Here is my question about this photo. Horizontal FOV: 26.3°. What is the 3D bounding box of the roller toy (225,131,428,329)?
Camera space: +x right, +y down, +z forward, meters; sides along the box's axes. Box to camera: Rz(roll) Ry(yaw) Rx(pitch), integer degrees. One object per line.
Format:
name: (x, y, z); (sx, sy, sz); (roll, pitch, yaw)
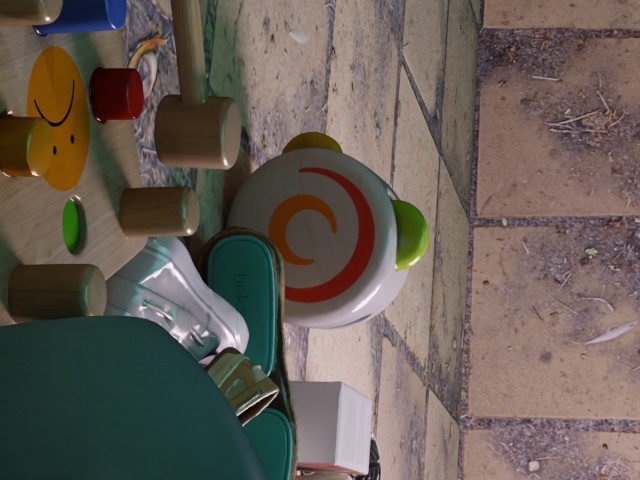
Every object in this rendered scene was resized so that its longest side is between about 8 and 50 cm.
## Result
roller toy: (0.000, 0.000, 1.503); (0.191, 0.209, 0.146); (-51, 165, 4)

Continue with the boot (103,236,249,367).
boot: (-0.142, 0.089, 1.177); (0.258, 0.095, 0.123); (59, 46, -59)

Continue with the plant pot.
plant pot: (-0.152, 0.174, 0.729); (0.293, 0.293, 0.235); (32, 43, -74)

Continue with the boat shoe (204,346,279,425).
boat shoe: (-0.108, 0.178, 1.158); (0.190, 0.072, 0.068); (-50, 166, -18)

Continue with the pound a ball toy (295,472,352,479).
pound a ball toy: (-0.007, 0.386, 1.628); (0.319, 0.135, 0.208); (78, 8, -47)

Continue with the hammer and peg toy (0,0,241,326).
hammer and peg toy: (-0.170, -0.103, 0.938); (0.361, 0.127, 0.266); (-54, 140, -67)

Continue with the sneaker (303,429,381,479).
sneaker: (0.025, 0.352, 1.864); (0.118, 0.107, 0.279); (-106, -165, -71)

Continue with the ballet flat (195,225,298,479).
ballet flat: (-0.085, 0.159, 1.381); (0.124, 0.116, 0.343); (138, -50, -83)

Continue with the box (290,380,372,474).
box: (-0.022, 0.211, 1.537); (0.170, 0.130, 0.091); (42, 50, -71)
